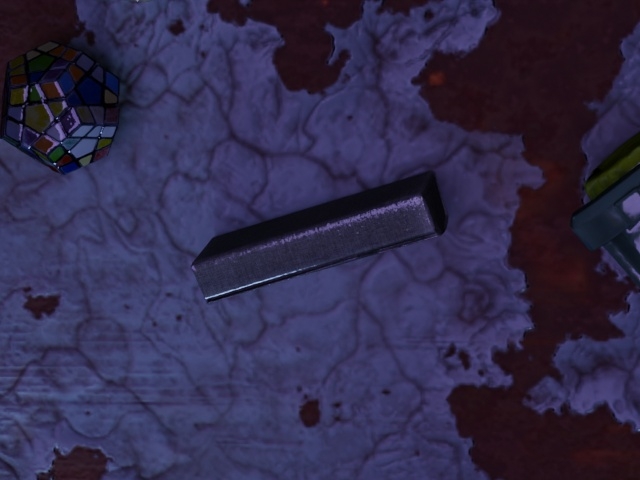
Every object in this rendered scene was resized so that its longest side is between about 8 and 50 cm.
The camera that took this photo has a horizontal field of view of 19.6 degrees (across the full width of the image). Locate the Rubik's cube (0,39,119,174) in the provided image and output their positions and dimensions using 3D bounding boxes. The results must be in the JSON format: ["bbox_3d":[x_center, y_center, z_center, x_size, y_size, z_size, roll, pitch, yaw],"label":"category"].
[{"bbox_3d":[-0.217,-0.110,1.534,0.111,0.111,0.093,-43,66,20],"label":"Rubik's cube"}]

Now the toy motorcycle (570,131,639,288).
[{"bbox_3d":[0.358,-0.048,1.356,0.326,0.200,0.191,-40,92,21],"label":"toy motorcycle"}]

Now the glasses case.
[{"bbox_3d":[0.000,0.000,1.522,0.205,0.071,0.047,-16,103,16],"label":"glasses case"}]

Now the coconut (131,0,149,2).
[{"bbox_3d":[-0.159,-0.278,1.436,0.194,0.194,0.194,3,105,13],"label":"coconut"}]
